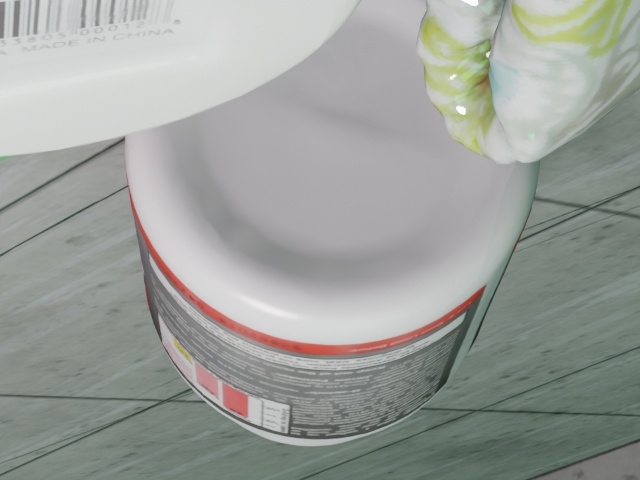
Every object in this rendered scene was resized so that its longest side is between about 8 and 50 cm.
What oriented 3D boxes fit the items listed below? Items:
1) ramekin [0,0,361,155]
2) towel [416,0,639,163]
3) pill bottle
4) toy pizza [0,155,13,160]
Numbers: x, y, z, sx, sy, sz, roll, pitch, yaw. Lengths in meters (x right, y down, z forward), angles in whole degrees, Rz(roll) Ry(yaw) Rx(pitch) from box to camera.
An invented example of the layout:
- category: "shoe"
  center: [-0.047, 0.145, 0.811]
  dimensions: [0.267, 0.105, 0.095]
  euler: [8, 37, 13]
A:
- category: "ramekin"
  center: [-0.109, -0.136, 0.746]
  dimensions: [0.277, 0.135, 0.277]
  euler: [-12, 163, -4]
- category: "towel"
  center: [0.161, -0.211, 0.539]
  dimensions: [0.320, 0.090, 0.374]
  euler: [-36, 158, -16]
- category: "pill bottle"
  center: [0.000, 0.000, 1.134]
  dimensions: [0.210, 0.210, 0.363]
  euler: [-11, 163, -6]
- category: "toy pizza"
  center: [-0.200, -0.076, 1.045]
  dimensions: [0.201, 0.032, 0.201]
  euler: [-12, 163, -4]
